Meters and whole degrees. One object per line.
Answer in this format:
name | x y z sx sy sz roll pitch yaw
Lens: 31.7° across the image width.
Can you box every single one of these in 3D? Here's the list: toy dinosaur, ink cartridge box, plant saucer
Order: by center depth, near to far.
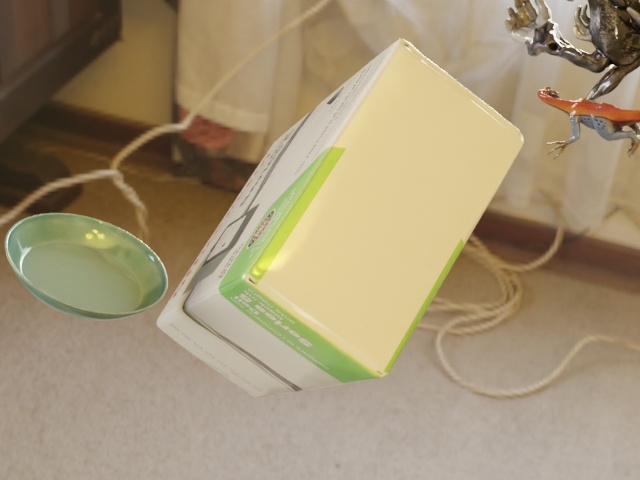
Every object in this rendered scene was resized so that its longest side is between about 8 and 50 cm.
plant saucer | -0.169 0.023 0.809 0.119 0.021 0.119 20 27 -11
ink cartridge box | 0.000 0.000 0.826 0.115 0.273 0.198 36 70 -11
toy dinosaur | 0.205 -0.099 0.842 0.082 0.090 0.047 35 50 1

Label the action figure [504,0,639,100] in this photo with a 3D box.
action figure | 0.221 -0.234 0.976 0.276 0.164 0.141 37 17 -14
